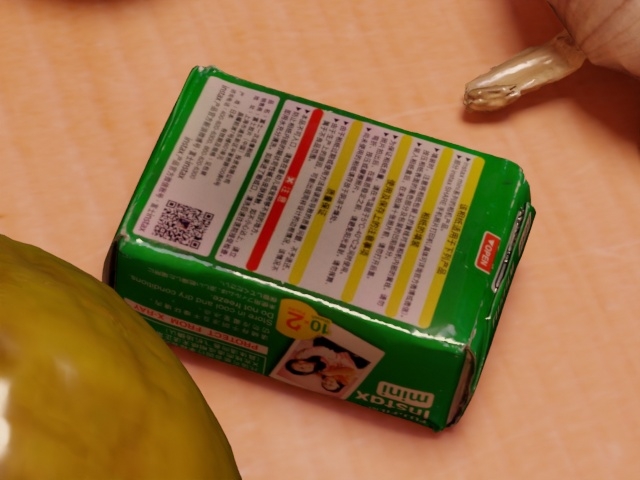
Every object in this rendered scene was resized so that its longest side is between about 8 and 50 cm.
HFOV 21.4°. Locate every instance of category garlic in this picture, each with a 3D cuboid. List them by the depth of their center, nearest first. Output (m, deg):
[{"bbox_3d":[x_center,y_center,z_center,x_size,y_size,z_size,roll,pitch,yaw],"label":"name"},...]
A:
[{"bbox_3d":[0.206,-0.170,1.205,0.253,0.245,0.245,-44,65,7],"label":"garlic"}]

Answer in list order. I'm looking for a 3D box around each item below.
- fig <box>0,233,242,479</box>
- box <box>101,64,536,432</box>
[{"bbox_3d":[-0.193,0.149,0.821,0.343,0.343,0.343,4,53,-6],"label":"fig"},{"bbox_3d":[0.000,0.000,1.084,0.250,0.103,0.180,18,53,6],"label":"box"}]
